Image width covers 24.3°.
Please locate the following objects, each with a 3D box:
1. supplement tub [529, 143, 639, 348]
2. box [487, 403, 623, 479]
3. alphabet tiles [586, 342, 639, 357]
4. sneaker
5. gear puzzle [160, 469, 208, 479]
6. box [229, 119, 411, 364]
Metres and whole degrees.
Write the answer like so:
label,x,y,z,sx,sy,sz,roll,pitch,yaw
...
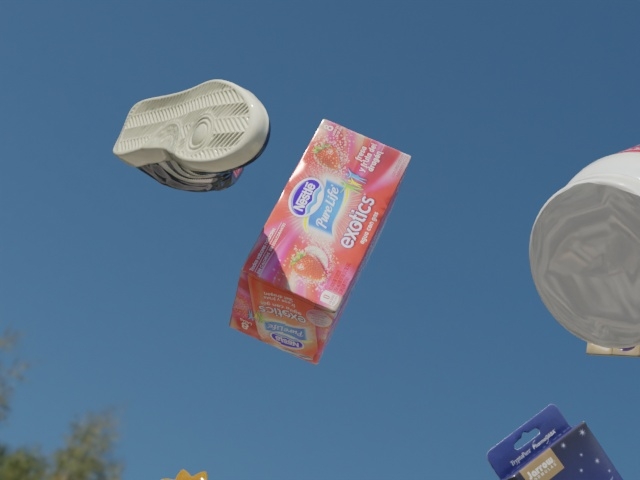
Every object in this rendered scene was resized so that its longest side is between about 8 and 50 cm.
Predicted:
label,x,y,z,sx,sy,sz,roll,pitch,yaw
supplement tub,0.353,-0.008,1.511,0.191,0.272,0.191,13,-69,36
box,0.312,0.318,1.808,0.225,0.136,0.036,56,-33,6
alphabet tiles,0.474,0.047,2.060,0.198,0.237,0.009,-1,-17,35
sneaker,-0.140,-0.128,2.025,0.148,0.131,0.350,31,-12,-31
gear puzzle,-0.159,0.394,1.610,0.175,0.339,0.044,-6,-44,3
box,0.000,0.000,2.082,0.142,0.300,0.154,24,-35,5
